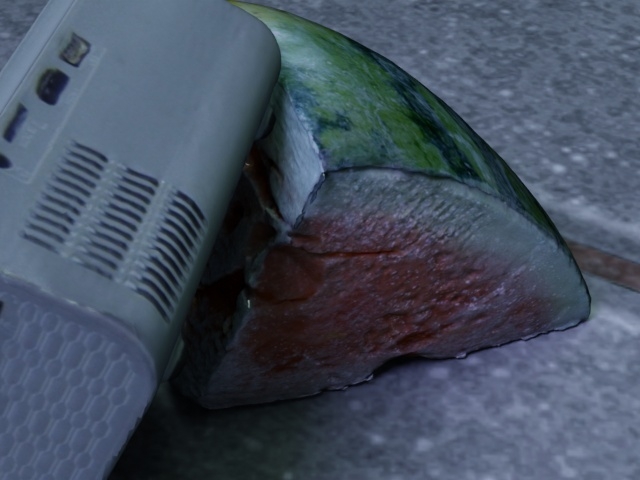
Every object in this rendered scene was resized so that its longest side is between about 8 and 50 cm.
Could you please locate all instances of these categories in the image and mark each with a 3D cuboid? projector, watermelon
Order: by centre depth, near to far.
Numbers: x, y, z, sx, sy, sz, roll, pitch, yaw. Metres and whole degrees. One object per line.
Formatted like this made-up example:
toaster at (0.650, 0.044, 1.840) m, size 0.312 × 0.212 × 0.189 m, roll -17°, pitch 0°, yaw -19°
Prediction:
projector at (-0.116, 0.037, 0.554) m, size 0.108 × 0.250 × 0.198 m, roll 27°, pitch 39°, yaw -9°
watermelon at (0.000, 0.000, 0.715) m, size 0.261 × 0.201 × 0.213 m, roll 25°, pitch 17°, yaw -44°
